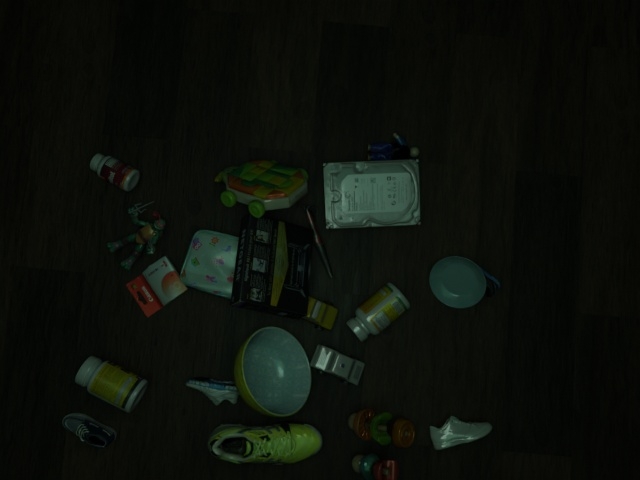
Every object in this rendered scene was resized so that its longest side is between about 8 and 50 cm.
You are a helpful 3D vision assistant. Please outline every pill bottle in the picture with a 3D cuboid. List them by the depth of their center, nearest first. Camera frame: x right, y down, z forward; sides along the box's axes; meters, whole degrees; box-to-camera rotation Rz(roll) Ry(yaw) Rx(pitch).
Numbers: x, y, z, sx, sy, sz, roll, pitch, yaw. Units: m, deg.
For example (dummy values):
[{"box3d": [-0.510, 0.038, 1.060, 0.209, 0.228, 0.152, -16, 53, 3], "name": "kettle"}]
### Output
[{"box3d": [-0.699, 0.477, 1.712, 0.209, 0.119, 0.119, 27, 85, 0], "name": "pill bottle"}, {"box3d": [0.195, 0.251, 1.757, 0.208, 0.117, 0.117, -40, 87, -5], "name": "pill bottle"}, {"box3d": [-0.720, -0.241, 1.788, 0.152, 0.086, 0.086, 28, 85, 2], "name": "pill bottle"}]

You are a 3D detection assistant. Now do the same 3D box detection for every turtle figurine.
[{"box3d": [-0.610, -0.016, 1.758, 0.234, 0.118, 0.175, -40, 72, 11], "name": "turtle figurine"}]

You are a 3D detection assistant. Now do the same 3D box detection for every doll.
[{"box3d": [0.263, -0.321, 1.840, 0.189, 0.046, 0.129, 1, 98, -3], "name": "doll"}]

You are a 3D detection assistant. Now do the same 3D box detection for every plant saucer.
[{"box3d": [0.480, 0.141, 1.783, 0.195, 0.037, 0.194, 10, 112, 25], "name": "plant saucer"}]

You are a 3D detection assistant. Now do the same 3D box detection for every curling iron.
[{"box3d": [0.000, 0.000, 1.803, 0.035, 0.068, 0.274, -18, 91, 35], "name": "curling iron"}]

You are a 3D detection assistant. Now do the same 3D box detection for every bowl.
[{"box3d": [-0.186, 0.446, 1.694, 0.156, 0.289, 0.289, -29, 86, 38], "name": "bowl"}]

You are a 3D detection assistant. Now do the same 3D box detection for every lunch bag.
[{"box3d": [-0.321, 0.085, 1.760, 0.279, 0.108, 0.224, 16, 79, -3], "name": "lunch bag"}]

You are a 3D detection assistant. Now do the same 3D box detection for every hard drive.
[{"box3d": [0.179, -0.163, 1.802, 0.339, 0.064, 0.236, -2, 94, -1], "name": "hard drive"}]

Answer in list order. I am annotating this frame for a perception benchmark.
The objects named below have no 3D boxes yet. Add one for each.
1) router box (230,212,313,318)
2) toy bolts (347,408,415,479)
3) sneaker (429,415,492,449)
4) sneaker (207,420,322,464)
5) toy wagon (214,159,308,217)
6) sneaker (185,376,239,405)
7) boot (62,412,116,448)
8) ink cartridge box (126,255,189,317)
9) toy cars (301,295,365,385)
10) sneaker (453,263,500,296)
[{"box3d": [-0.153, 0.084, 1.680, 0.243, 0.081, 0.308, 17, 64, -28], "name": "router box"}, {"box3d": [0.193, 0.694, 1.738, 0.218, 0.158, 0.228, 20, 71, -40], "name": "toy bolts"}, {"box3d": [0.480, 0.645, 1.758, 0.212, 0.080, 0.094, -16, 74, -2], "name": "sneaker"}, {"box3d": [-0.184, 0.687, 1.696, 0.385, 0.147, 0.145, -3, 84, -3], "name": "sneaker"}, {"box3d": [-0.218, -0.196, 1.727, 0.344, 0.068, 0.267, 20, 41, 26], "name": "toy wagon"}, {"box3d": [-0.369, 0.518, 1.745, 0.191, 0.071, 0.082, 11, 91, 0], "name": "sneaker"}, {"box3d": [-0.784, 0.636, 1.712, 0.190, 0.086, 0.069, 18, 85, 0], "name": "boot"}, {"box3d": [-0.571, 0.160, 1.780, 0.179, 0.045, 0.145, -34, 86, -7], "name": "ink cartridge box"}, {"box3d": [0.022, 0.332, 1.744, 0.176, 0.087, 0.393, -25, 87, -18], "name": "toy cars"}, {"box3d": [0.543, 0.132, 1.801, 0.188, 0.067, 0.078, 35, 82, 0], "name": "sneaker"}]
